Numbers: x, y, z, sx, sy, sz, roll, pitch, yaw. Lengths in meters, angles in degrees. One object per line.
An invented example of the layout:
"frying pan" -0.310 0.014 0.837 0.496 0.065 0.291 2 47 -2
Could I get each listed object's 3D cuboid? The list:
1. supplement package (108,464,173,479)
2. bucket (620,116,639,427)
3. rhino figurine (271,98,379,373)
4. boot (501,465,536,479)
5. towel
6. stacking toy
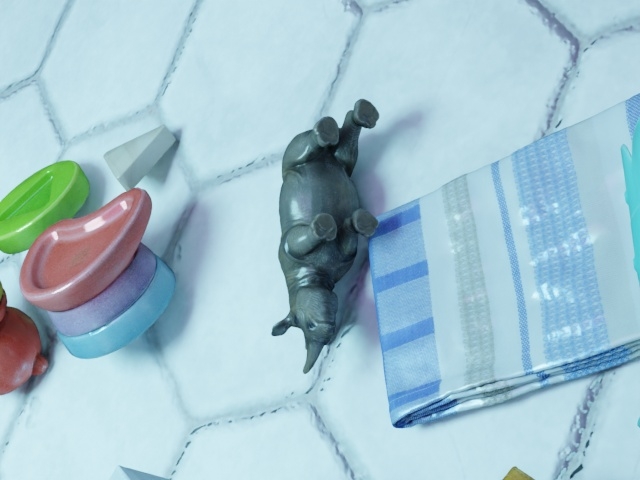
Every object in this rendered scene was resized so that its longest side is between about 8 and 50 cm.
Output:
"supplement package" -0.104 0.346 0.850 0.199 0.198 0.262 34 93 44
"bucket" 0.301 0.027 0.623 0.281 0.281 0.183 -11 69 36
"rhino figurine" 0.000 0.000 1.007 0.106 0.073 0.243 143 135 -59
"boot" 0.169 0.299 0.720 0.211 0.104 0.295 -43 63 -8
"towel" 0.160 0.018 0.899 0.285 0.034 0.209 -24 55 30
"stacking toy" -0.263 0.033 1.231 0.309 0.130 0.279 -16 35 31
